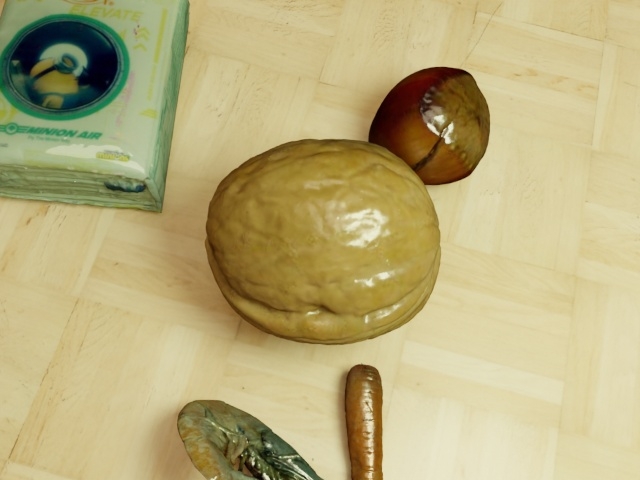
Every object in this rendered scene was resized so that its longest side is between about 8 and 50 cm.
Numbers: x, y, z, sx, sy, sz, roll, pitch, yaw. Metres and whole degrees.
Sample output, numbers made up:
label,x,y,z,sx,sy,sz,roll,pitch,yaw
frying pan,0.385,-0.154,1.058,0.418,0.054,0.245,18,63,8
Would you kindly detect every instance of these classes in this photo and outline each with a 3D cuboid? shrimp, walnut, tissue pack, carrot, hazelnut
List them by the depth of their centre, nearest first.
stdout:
label,x,y,z,sx,sy,sz,roll,pitch,yaw
shrimp,-0.072,0.304,0.881,0.289,0.178,0.075,43,103,13
walnut,0.000,0.000,0.946,0.333,0.332,0.332,1,67,-3
carrot,0.066,0.294,0.959,0.059,0.059,0.247,-1,69,-4
tissue pack,-0.380,-0.255,1.113,0.288,0.162,0.387,5,67,-4
hazelnut,0.168,-0.182,1.114,0.208,0.208,0.208,1,67,-3
